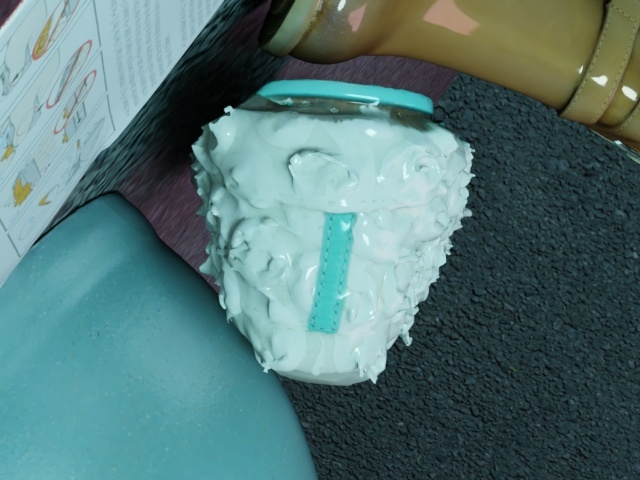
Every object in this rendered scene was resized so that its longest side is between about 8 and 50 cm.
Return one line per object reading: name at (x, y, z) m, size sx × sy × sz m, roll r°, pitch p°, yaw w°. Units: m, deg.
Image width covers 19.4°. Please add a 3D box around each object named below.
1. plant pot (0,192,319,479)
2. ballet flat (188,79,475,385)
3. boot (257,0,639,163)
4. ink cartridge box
plant pot at (-0.108, 0.152, 0.866) m, size 0.293 × 0.196 × 0.293 m, roll -52°, pitch 176°, yaw -5°
ballet flat at (0.000, 0.000, 0.898) m, size 0.147 × 0.147 × 0.409 m, roll -52°, pitch 178°, yaw 4°
boot at (0.099, -0.092, 0.891) m, size 0.109 × 0.220 × 0.283 m, roll -53°, pitch 177°, yaw 21°
ink cartridge box at (-0.047, -0.079, 0.409) m, size 0.225 × 0.056 × 0.181 m, roll -52°, pitch 178°, yaw -10°
